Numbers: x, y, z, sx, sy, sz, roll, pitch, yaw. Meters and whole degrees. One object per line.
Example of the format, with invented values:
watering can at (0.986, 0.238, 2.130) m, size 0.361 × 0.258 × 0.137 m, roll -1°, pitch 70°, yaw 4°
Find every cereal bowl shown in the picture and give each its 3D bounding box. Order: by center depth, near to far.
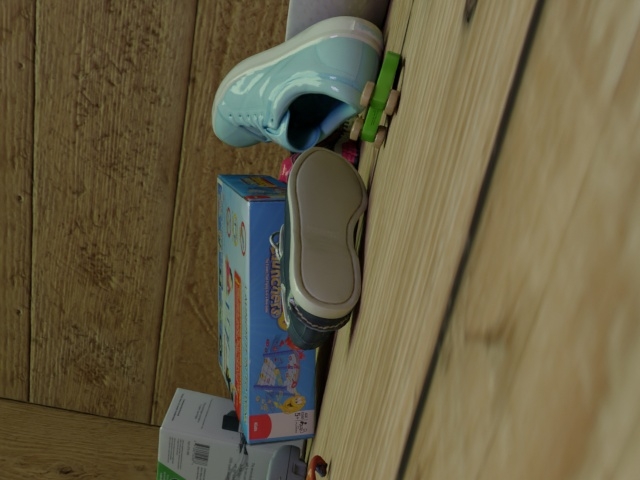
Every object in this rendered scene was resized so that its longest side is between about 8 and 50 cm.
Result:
cereal bowl at (0.041, -0.418, 1.126) m, size 0.339 × 0.141 × 0.339 m, roll -169°, pitch 90°, yaw -88°

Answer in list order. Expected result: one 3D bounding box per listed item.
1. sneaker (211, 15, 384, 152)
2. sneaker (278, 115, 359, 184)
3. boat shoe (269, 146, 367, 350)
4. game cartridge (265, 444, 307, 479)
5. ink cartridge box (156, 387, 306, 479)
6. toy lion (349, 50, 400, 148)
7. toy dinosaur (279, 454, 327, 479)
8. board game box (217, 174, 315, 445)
sneaker at (-0.061, -0.191, 1.070) m, size 0.366 × 0.135 × 0.150 m, roll -23°, pitch 49°, yaw 50°
sneaker at (0.003, -0.148, 1.190) m, size 0.299 × 0.112 × 0.120 m, roll -82°, pitch 3°, yaw -70°
boat shoe at (0.000, 0.000, 0.753) m, size 0.254 × 0.095 × 0.079 m, roll -94°, pitch 23°, yaw -46°
game cartridge at (-0.068, 0.433, 0.897) m, size 0.297 × 0.062 × 0.198 m, roll -81°, pitch 7°, yaw -51°
ink cartridge box at (-0.131, 0.321, 1.087) m, size 0.087 × 0.208 × 0.153 m, roll -76°, pitch -1°, yaw -56°
toy lion at (0.060, -0.147, 0.706) m, size 0.100 × 0.034 × 0.096 m, roll 105°, pitch -177°, yaw -68°
toy dinosaur at (-0.004, 0.228, 0.626) m, size 0.090 × 0.047 × 0.082 m, roll -9°, pitch 56°, yaw 53°
board game box at (-0.083, 0.074, 1.008) m, size 0.302 × 0.086 × 0.308 m, roll -144°, pitch 54°, yaw -71°
